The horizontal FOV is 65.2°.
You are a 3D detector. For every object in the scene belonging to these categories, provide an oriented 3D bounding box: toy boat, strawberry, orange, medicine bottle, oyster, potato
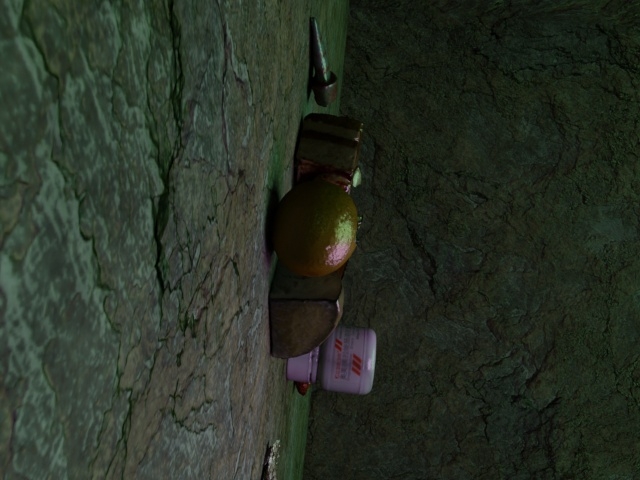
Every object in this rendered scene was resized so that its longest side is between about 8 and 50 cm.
[{"bbox_3d":[-0.004,-0.613,1.672,0.206,0.096,0.282,-90,169,-47],"label":"toy boat"},{"bbox_3d":[-0.081,0.617,2.257,0.188,0.082,0.121,-128,-117,-82],"label":"strawberry"},{"bbox_3d":[-0.013,-0.027,1.214,0.236,0.236,0.236,5,90,-86],"label":"orange"},{"bbox_3d":[0.044,0.446,1.924,0.256,0.325,0.256,7,90,-86],"label":"medicine bottle"},{"bbox_3d":[-0.140,0.692,1.484,0.106,0.061,0.200,93,4,-50],"label":"oyster"},{"bbox_3d":[-0.032,0.183,1.386,0.211,0.189,0.264,-80,174,-54],"label":"potato"}]

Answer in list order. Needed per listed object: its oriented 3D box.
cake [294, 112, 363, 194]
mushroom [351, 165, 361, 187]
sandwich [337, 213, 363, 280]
[{"bbox_3d":[0.017,-0.237,1.592,0.196,0.198,0.293,99,3,-59],"label":"cake"},{"bbox_3d":[0.061,-0.323,2.397,0.162,0.236,0.173,-40,122,-32],"label":"mushroom"},{"bbox_3d":[0.000,0.000,1.522,0.155,0.198,0.227,-74,-177,-80],"label":"sandwich"}]
